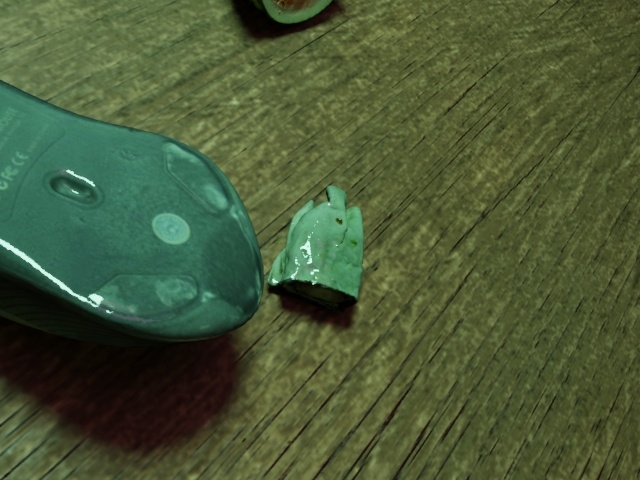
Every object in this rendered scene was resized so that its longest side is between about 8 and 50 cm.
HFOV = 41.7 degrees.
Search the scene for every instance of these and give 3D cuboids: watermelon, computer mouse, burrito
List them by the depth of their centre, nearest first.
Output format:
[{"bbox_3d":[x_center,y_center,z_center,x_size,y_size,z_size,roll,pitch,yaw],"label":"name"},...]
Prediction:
[{"bbox_3d":[-0.214,-0.032,0.544,0.379,0.090,0.167,27,43,-9],"label":"computer mouse"},{"bbox_3d":[0.003,0.002,0.701,0.074,0.044,0.118,24,53,-15],"label":"burrito"},{"bbox_3d":[-0.027,-0.252,0.838,0.163,0.087,0.069,-27,109,-42],"label":"watermelon"}]
